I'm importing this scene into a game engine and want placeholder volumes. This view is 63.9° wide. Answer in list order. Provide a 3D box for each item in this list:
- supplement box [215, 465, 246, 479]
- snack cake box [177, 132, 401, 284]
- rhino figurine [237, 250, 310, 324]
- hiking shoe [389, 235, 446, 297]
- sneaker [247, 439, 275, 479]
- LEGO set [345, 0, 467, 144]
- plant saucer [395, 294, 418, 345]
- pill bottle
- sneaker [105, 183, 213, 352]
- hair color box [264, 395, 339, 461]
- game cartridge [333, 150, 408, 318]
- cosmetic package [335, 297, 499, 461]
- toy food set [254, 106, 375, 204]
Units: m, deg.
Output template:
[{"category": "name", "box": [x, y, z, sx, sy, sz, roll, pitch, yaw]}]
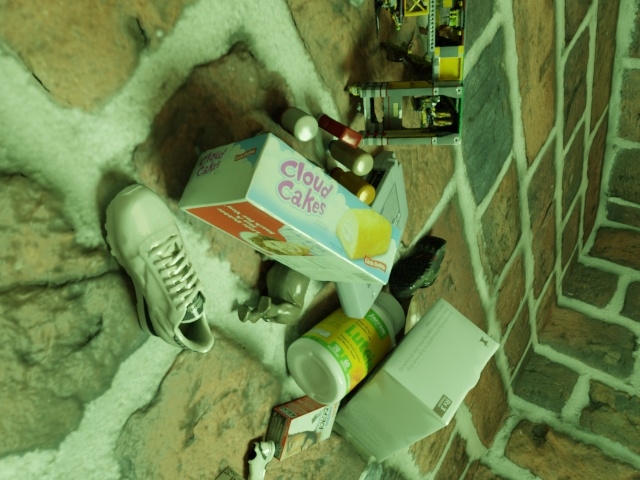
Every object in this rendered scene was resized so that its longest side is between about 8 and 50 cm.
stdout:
[{"category": "supplement box", "box": [-0.151, 0.471, 0.944, 0.036, 0.062, 0.098, -38, 136, -35]}, {"category": "snack cake box", "box": [-0.033, -0.028, 0.695, 0.264, 0.152, 0.089, 32, 69, -39]}, {"category": "rhino figurine", "box": [-0.047, 0.029, 0.844, 0.106, 0.073, 0.243, 20, 90, -51]}, {"category": "hiking shoe", "box": [0.246, 0.087, 1.254, 0.227, 0.086, 0.114, -39, 133, -36]}, {"category": "sneaker", "box": [-0.126, 0.430, 0.986, 0.044, 0.040, 0.109, 15, 101, -27]}, {"category": "LEGO set", "box": [0.142, -0.312, 0.878, 0.254, 0.192, 0.331, -76, 163, -48]}, {"category": "plant saucer", "box": [0.219, 0.219, 1.303, 0.168, 0.029, 0.168, 6, 90, -68]}, {"category": "pill bottle", "box": [0.062, 0.200, 1.022, 0.246, 0.136, 0.136, -31, 131, -41]}, {"category": "sneaker", "box": [-0.188, 0.039, 0.639, 0.090, 0.095, 0.235, -37, 133, -35]}, {"category": "hair color box", "box": [-0.035, 0.378, 1.059, 0.167, 0.053, 0.093, 2, 107, -52]}, {"category": "game cartridge", "box": [0.098, -0.008, 0.984, 0.294, 0.060, 0.196, -60, 143, -37]}, {"category": "cosmetic package", "box": [0.188, 0.312, 1.099, 0.217, 0.156, 0.385, -42, 164, -34]}, {"category": "toy food set", "box": [-0.007, -0.144, 0.814, 0.232, 0.104, 0.111, 16, 109, -37]}]
